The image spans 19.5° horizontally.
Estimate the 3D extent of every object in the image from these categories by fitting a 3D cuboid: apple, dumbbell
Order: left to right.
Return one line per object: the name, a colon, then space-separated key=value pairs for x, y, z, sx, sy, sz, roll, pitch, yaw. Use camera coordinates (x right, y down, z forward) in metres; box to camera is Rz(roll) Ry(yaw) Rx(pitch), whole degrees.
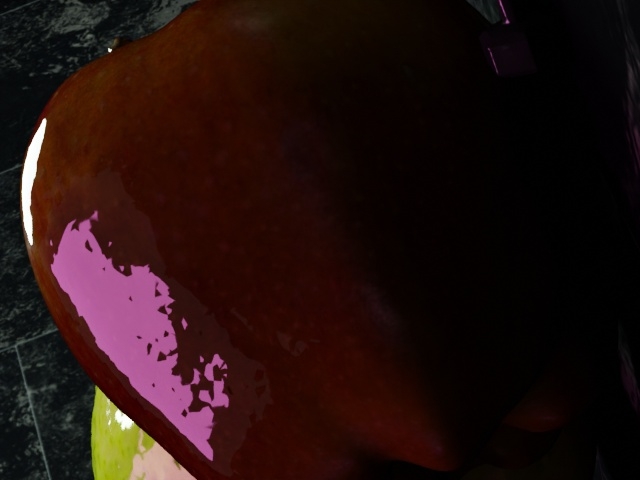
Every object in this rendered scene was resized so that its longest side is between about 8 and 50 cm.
apple: x=0.000 y=0.000 z=1.001 sx=0.317 sy=0.288 sz=0.288 roll=56 pitch=177 yaw=18
dumbbell: x=0.083 y=-0.117 z=0.847 sx=0.040 sy=0.036 sz=0.083 roll=-109 pitch=-2 yaw=-70

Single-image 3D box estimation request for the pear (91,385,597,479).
pear: x=0.020 y=0.120 z=1.298 sx=0.391 sy=0.391 sz=0.391 roll=-21 pitch=-90 yaw=-89
